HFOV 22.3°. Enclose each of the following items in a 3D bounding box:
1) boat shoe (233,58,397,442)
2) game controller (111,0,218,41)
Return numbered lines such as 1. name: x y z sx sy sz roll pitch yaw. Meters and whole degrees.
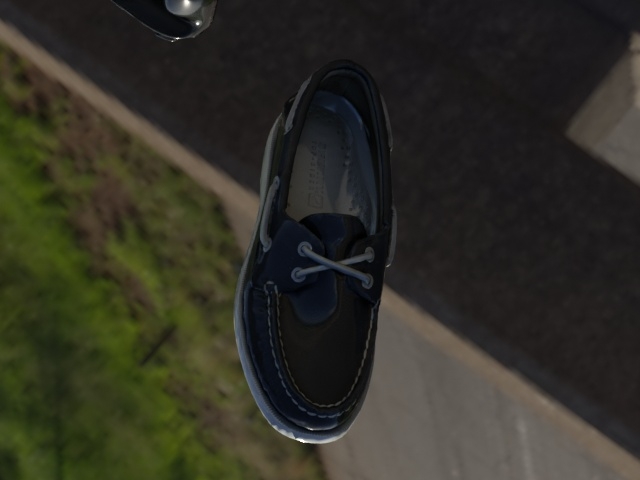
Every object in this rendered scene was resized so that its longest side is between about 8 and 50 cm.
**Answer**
1. boat shoe: 0.000 0.000 1.219 0.114 0.302 0.091 7 149 -17
2. game controller: -0.231 -0.307 1.531 0.319 0.067 0.166 36 158 -1
